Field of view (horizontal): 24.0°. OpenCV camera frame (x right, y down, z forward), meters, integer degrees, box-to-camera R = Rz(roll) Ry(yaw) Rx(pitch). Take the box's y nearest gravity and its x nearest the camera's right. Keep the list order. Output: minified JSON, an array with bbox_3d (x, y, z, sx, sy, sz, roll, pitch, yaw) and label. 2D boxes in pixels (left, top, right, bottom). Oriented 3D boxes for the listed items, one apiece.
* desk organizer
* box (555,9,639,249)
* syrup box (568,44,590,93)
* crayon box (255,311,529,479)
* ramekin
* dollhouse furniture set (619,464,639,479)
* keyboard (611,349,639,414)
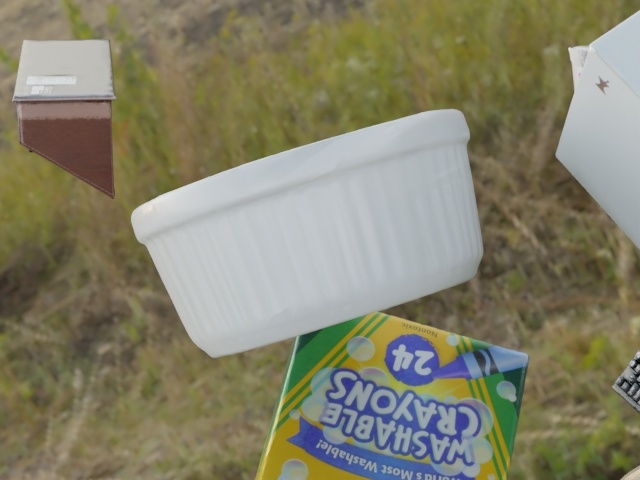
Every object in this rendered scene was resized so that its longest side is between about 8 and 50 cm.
[{"bbox_3d":[-0.126,-0.063,0.748,0.047,0.050,0.130,-2,19,-8],"label":"desk organizer"},{"bbox_3d":[0.375,-0.113,1.072,0.345,0.215,0.168,-34,-19,-14],"label":"box"},{"bbox_3d":[0.334,-0.128,1.247,0.237,0.093,0.096,-8,10,-7],"label":"syrup box"},{"bbox_3d":[0.046,0.219,1.257,0.203,0.083,0.323,16,58,-1],"label":"crayon box"},{"bbox_3d":[0.000,0.000,1.154,0.273,0.127,0.273,-17,-1,0],"label":"ramekin"},{"bbox_3d":[0.020,0.159,0.745,0.303,0.355,0.174,-9,51,-36],"label":"dollhouse furniture set"},{"bbox_3d":[0.310,0.062,1.265,0.180,0.023,0.108,-54,18,6],"label":"keyboard"}]
